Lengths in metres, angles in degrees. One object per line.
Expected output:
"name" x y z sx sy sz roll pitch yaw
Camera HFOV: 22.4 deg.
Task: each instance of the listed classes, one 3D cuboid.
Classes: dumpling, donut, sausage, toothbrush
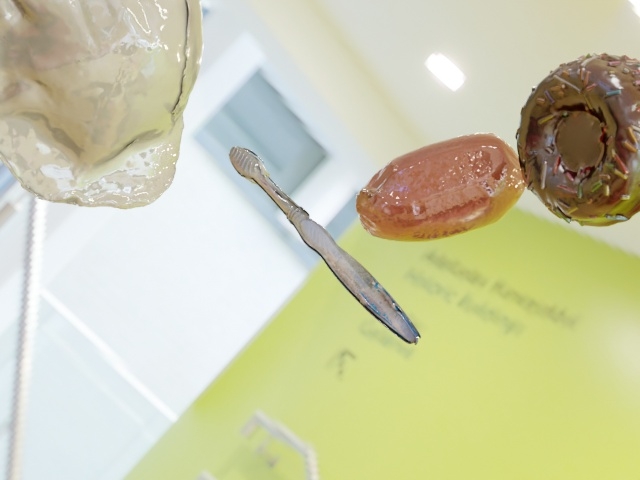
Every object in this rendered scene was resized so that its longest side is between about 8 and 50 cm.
"dumpling" -0.253 -0.215 1.724 0.181 0.260 0.341 54 -39 44
"donut" 0.348 -0.132 2.114 0.089 0.235 0.235 -3 26 -43
"sausage" 0.179 -0.074 2.334 0.148 0.254 0.148 -15 90 -80
"toothbrush" 0.000 0.000 2.004 0.413 0.035 0.042 47 7 38
